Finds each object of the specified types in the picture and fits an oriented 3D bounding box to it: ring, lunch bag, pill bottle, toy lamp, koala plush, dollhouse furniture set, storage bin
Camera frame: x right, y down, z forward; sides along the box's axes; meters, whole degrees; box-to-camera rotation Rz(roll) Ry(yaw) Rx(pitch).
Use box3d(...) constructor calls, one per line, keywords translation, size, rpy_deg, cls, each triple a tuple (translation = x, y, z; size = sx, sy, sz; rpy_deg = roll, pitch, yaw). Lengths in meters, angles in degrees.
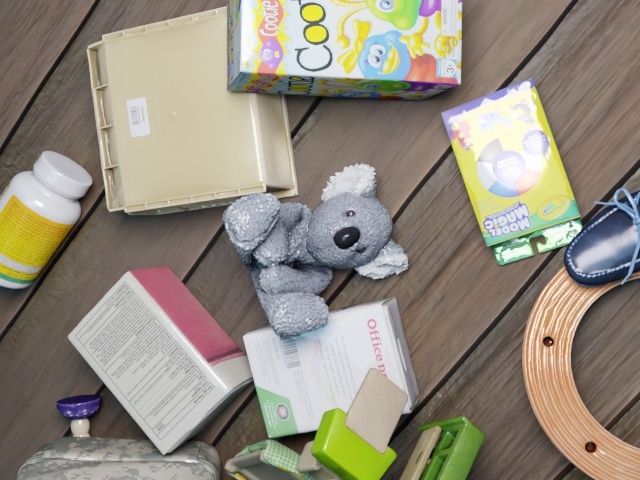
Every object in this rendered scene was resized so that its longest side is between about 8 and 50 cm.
box3d(translation=(0.428, 0.155, 0.919), size=(0.337, 0.032, 0.336), rpy_deg=(-3, 78, 13), cls="ring")
box3d(translation=(-0.292, 0.408, 1.016), size=(0.305, 0.256, 0.212), rpy_deg=(5, 91, -6), cls="lunch bag")
box3d(translation=(-0.456, -0.035, 1.162), size=(0.118, 0.117, 0.208), rpy_deg=(41, 102, 11), cls="pill bottle")
box3d(translation=(-0.382, 0.391, 1.176), size=(0.080, 0.080, 0.274), rpy_deg=(-5, 89, 17), cls="toy lamp")
box3d(translation=(0.000, 0.000, 1.017), size=(0.221, 0.203, 0.196), rpy_deg=(-25, 94, -5), cls="koala plush")
box3d(translation=(0.032, 0.286, 0.989), size=(0.198, 0.151, 0.301), rpy_deg=(40, 146, -10), cls="dollhouse furniture set")
box3d(translation=(-0.188, -0.179, 1.074), size=(0.261, 0.123, 0.262), rpy_deg=(-7, 91, 17), cls="storage bin")

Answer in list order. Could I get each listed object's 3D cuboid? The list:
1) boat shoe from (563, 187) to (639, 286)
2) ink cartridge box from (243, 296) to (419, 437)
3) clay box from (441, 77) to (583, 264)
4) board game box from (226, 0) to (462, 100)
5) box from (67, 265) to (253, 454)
box3d(translation=(0.413, -0.040, 0.900), size=(0.258, 0.089, 0.109), rpy_deg=(-37, 70, 5), cls="boat shoe")
box3d(translation=(0.018, 0.178, 1.040), size=(0.213, 0.093, 0.154), rpy_deg=(-15, 89, 18), cls="ink cartridge box")
box3d(translation=(0.258, -0.088, 0.979), size=(0.128, 0.053, 0.222), rpy_deg=(-20, 85, 17), cls="clay box")
box3d(translation=(0.025, -0.264, 0.935), size=(0.276, 0.142, 0.144), rpy_deg=(-1, 93, -14), cls="board game box")
box3d(translation=(-0.231, 0.171, 1.096), size=(0.148, 0.127, 0.232), rpy_deg=(-45, 80, 13), cls="box")
